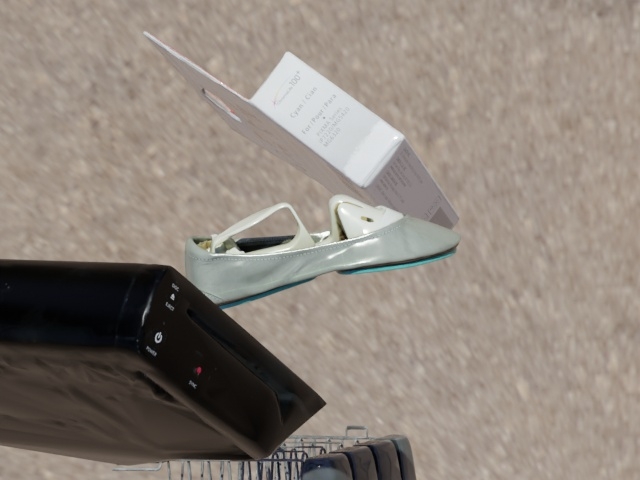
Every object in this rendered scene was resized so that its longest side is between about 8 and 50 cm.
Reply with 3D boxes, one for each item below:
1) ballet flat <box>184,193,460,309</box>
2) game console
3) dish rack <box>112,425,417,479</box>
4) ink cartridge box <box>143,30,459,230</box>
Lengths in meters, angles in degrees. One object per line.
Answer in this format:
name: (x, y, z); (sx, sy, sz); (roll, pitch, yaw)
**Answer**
ballet flat: (0.000, 0.000, 1.411); (0.213, 0.072, 0.068); (-13, 102, -3)
game console: (-0.167, -0.004, 0.676); (0.213, 0.361, 0.044); (1, 62, 34)
dish rack: (-0.058, 0.224, 1.798); (0.271, 0.208, 0.074); (-2, 90, 28)
ink cartridge box: (-0.010, -0.105, 1.752); (0.261, 0.296, 0.066); (36, 87, 19)
